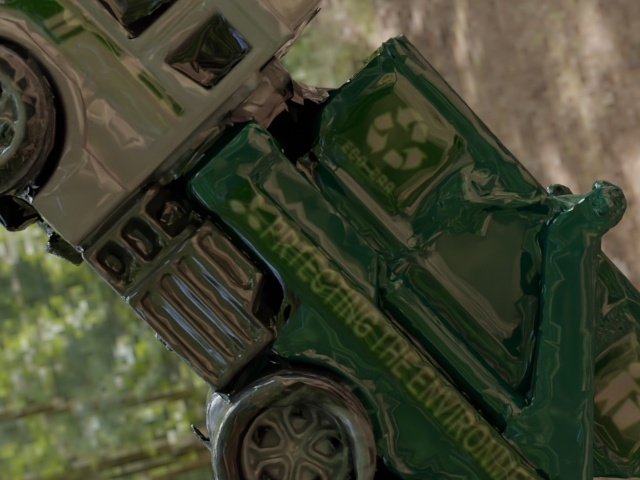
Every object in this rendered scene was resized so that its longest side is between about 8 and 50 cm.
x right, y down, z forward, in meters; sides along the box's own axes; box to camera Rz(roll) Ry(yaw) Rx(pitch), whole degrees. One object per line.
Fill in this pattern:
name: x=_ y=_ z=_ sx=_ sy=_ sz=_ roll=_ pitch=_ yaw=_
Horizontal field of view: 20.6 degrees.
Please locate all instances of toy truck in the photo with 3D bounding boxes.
toy truck: x=0.000 y=0.000 z=0.429 sx=0.216 sy=0.116 sz=0.110 roll=46 pitch=176 yaw=-3
